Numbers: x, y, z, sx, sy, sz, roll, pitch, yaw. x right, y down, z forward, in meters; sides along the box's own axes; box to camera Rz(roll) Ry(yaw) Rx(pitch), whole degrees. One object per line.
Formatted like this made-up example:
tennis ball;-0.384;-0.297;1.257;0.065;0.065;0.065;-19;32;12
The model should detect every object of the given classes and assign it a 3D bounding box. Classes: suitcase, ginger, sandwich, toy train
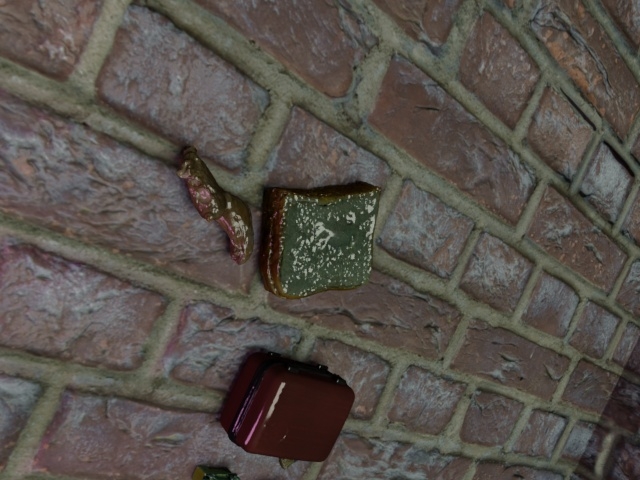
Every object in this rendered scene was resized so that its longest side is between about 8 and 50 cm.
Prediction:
suitcase;-0.078;0.417;1.495;0.297;0.161;0.236;25;90;-41
ginger;-0.207;-0.068;1.258;0.084;0.122;0.290;-23;129;8
sandwich;0.000;0.000;1.434;0.301;0.099;0.271;-7;104;-36
toy train;-0.254;0.592;1.478;0.122;0.081;0.050;23;83;-42

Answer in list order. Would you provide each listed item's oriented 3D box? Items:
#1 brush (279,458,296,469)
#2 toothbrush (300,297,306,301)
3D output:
brush;-0.042;0.581;1.684;0.170;0.014;0.043;-27;120;-29
toothbrush;0.019;0.092;1.543;0.194;0.017;0.014;-38;122;-21
